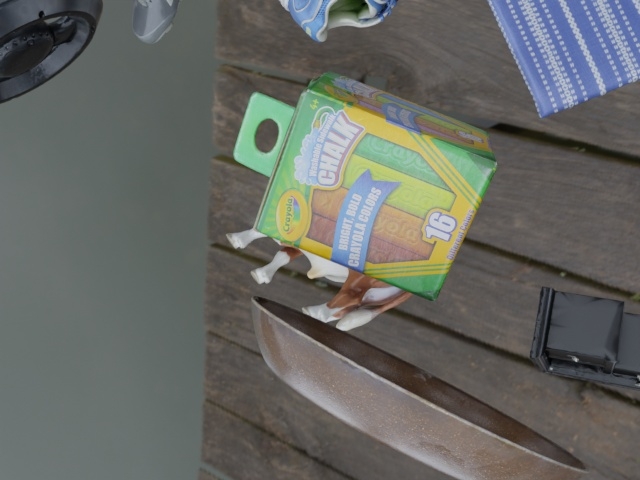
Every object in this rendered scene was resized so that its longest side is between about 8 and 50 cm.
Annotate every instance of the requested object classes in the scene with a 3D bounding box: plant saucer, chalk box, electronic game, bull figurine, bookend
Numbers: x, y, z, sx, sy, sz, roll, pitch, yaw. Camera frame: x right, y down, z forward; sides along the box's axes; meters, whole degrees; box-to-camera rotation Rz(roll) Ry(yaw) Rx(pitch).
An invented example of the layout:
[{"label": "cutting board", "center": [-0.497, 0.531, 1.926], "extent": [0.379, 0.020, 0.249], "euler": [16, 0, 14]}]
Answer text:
[{"label": "plant saucer", "center": [0.072, 0.136, 0.670], "extent": [0.311, 0.311, 0.050], "euler": [25, 88, 31]}, {"label": "chalk box", "center": [0.027, -0.062, 0.686], "extent": [0.213, 0.132, 0.132], "euler": [20, 110, 1]}, {"label": "electronic game", "center": [-0.355, -0.227, 0.918], "extent": [0.229, 0.229, 0.048], "euler": [-35, 90, 41]}, {"label": "bull figurine", "center": [0.000, 0.000, 1.039], "extent": [0.310, 0.188, 0.101], "euler": [38, 159, 45]}, {"label": "bookend", "center": [0.300, 0.106, 0.792], "extent": [0.157, 0.156, 0.072], "euler": [8, 79, 19]}]

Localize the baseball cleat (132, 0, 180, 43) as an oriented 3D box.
[{"label": "baseball cleat", "center": [-0.195, -0.321, 0.880], "extent": [0.072, 0.109, 0.205], "euler": [41, 121, 30]}]

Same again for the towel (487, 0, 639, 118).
[{"label": "towel", "center": [0.343, -0.300, 0.857], "extent": [0.336, 0.040, 0.243], "euler": [-22, 81, -1]}]

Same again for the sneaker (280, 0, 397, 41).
[{"label": "sneaker", "center": [0.063, -0.267, 0.818], "extent": [0.080, 0.211, 0.081], "euler": [80, 166, -68]}]
